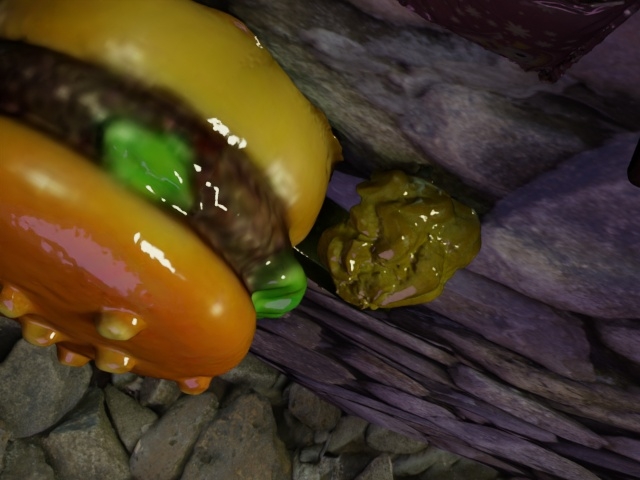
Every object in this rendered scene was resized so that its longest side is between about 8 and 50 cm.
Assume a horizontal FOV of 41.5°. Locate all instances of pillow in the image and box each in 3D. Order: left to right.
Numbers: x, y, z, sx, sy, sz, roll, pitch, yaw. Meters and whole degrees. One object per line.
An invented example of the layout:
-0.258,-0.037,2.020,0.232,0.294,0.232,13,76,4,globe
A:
0.115,-0.139,0.434,0.118,0.043,0.185,22,169,-10,pillow

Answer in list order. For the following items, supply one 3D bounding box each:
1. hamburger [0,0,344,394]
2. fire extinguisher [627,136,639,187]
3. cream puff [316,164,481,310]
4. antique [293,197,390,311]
-0.211,-0.041,0.781,0.395,0.278,0.396,22,156,10,hamburger
0.318,-0.025,0.355,0.337,0.114,0.136,23,138,14,fire extinguisher
0.076,0.009,0.818,0.121,0.156,0.156,40,170,20,cream puff
0.000,0.000,1.024,0.220,0.080,0.081,35,162,-25,antique
